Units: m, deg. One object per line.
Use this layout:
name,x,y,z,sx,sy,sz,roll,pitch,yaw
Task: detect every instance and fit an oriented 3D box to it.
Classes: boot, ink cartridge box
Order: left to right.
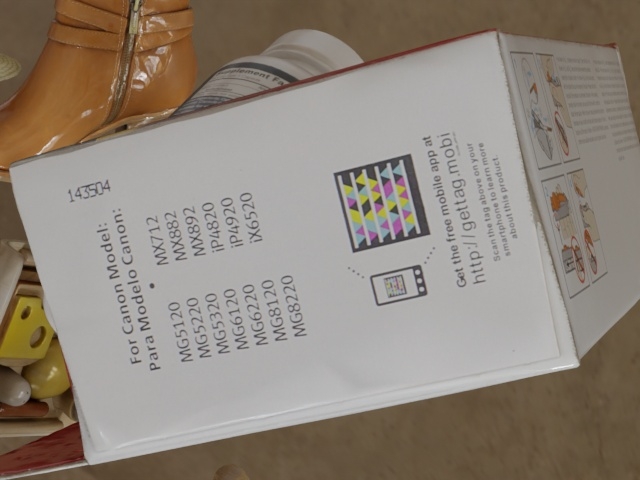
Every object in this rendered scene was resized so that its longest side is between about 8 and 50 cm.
boot,-0.259,-0.176,1.664,0.284,0.220,0.109,-2,31,-18
ink cartridge box,0.000,0.000,0.760,0.272,0.309,0.130,-14,91,18

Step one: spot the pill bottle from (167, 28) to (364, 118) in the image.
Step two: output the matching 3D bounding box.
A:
pill bottle,-0.042,-0.048,0.990,0.108,0.108,0.180,19,44,22

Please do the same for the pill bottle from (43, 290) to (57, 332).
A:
pill bottle,-0.187,0.057,1.548,0.086,0.152,0.086,-2,84,23

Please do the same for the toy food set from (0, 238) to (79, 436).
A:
toy food set,-0.269,0.123,1.724,0.092,0.306,0.219,25,96,25

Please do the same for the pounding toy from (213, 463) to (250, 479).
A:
pounding toy,-0.089,0.331,1.351,0.155,0.154,0.269,-4,39,17

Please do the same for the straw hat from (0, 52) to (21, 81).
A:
straw hat,-0.325,-0.177,1.416,0.145,0.144,0.061,12,112,20
